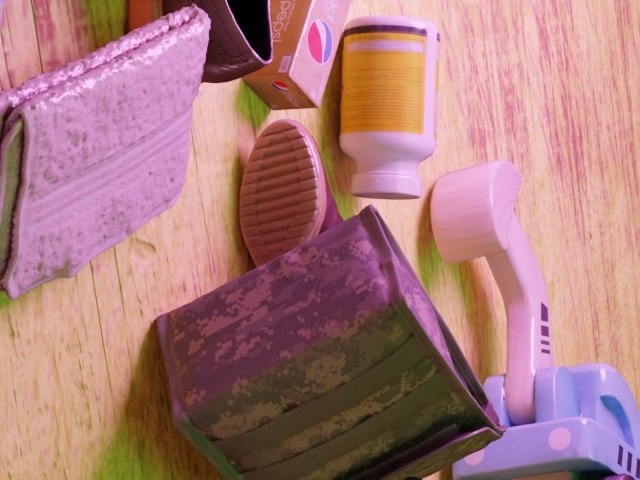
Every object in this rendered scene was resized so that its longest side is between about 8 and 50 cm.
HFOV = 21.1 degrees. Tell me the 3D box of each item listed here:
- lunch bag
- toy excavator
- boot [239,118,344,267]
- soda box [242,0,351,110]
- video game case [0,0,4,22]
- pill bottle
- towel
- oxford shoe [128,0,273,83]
[{"bbox_3d":[0.020,0.150,1.577,0.287,0.235,0.169,55,12,-41],"label":"lunch bag"},{"bbox_3d":[0.255,0.179,2.021,0.433,0.222,0.445,37,46,-50],"label":"toy excavator"},{"bbox_3d":[0.000,0.000,1.735,0.207,0.090,0.248,-13,99,-68],"label":"boot"},{"bbox_3d":[-0.016,-0.222,1.710,0.061,0.058,0.181,44,55,-47],"label":"soda box"},{"bbox_3d":[-0.302,-0.234,1.257,0.212,0.023,0.193,49,31,-44],"label":"video game case"},{"bbox_3d":[0.072,-0.138,1.799,0.103,0.103,0.184,9,82,-56],"label":"pill bottle"},{"bbox_3d":[-0.181,-0.072,1.401,0.282,0.049,0.187,-38,149,-51],"label":"towel"},{"bbox_3d":[-0.089,-0.320,1.533,0.130,0.133,0.363,-6,94,-56],"label":"oxford shoe"}]
